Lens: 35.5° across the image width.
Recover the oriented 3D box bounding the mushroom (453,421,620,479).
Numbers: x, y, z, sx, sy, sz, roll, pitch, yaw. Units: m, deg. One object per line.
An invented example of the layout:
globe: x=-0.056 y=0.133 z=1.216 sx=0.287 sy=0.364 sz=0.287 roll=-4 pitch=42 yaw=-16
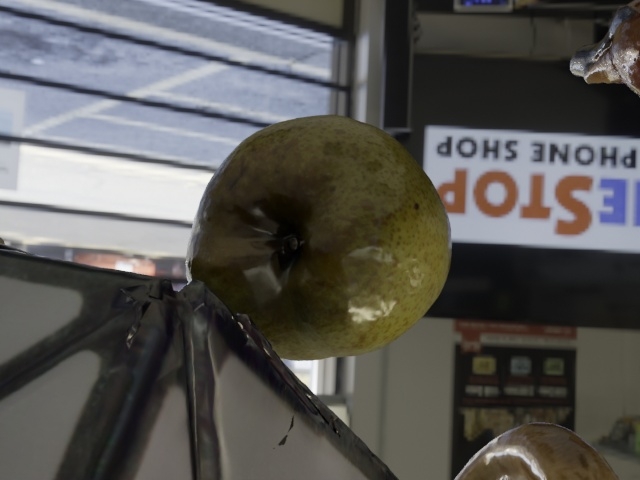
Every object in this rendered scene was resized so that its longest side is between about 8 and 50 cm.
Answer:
mushroom: x=0.162 y=0.272 z=0.765 sx=0.146 sy=0.278 sz=0.278 roll=20 pitch=169 yaw=-18

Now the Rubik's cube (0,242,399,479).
Rubik's cube: x=-0.164 y=0.180 z=0.466 sx=0.307 sy=0.310 sz=0.305 roll=9 pitch=157 yaw=27

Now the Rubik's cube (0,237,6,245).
Rubik's cube: x=-0.439 y=0.146 z=0.772 sx=0.322 sy=0.318 sz=0.316 roll=-30 pitch=149 yaw=15

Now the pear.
pear: x=0.000 y=0.000 z=0.642 sx=0.167 sy=0.167 sz=0.136 roll=1 pitch=174 yaw=17

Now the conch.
conch: x=0.264 y=-0.154 z=0.797 sx=0.080 sy=0.086 sz=0.233 roll=16 pitch=-167 yaw=-30
